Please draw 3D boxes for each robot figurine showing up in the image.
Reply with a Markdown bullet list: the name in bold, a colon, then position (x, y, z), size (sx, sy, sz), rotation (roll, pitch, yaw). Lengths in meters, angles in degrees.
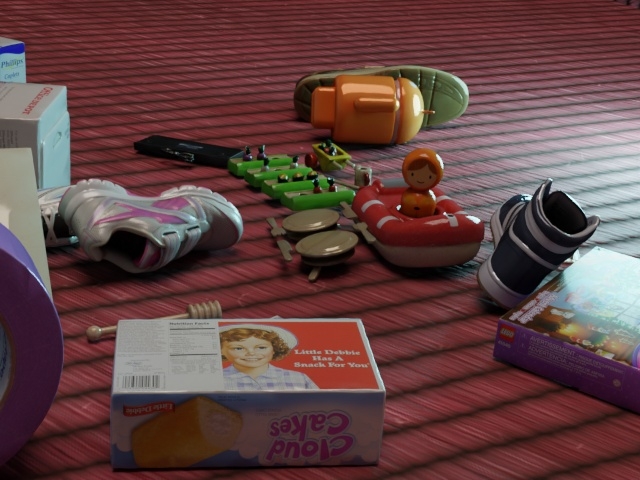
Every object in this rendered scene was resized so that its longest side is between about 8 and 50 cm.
- **robot figurine**: position (0.094, -0.240, 1.950), size (0.219, 0.158, 0.128), rotation (2, 53, -4)

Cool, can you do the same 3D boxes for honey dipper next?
- **honey dipper**: position (-0.197, 0.098, 1.258), size (0.160, 0.030, 0.030), rotation (-9, 27, -22)

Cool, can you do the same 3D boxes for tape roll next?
- **tape roll**: position (-0.371, 0.095, 0.929), size (0.274, 0.275, 0.090), rotation (-7, 27, -24)

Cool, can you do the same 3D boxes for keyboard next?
- **keyboard**: position (-0.230, -0.151, 1.826), size (0.180, 0.023, 0.108), rotation (10, 18, 15)

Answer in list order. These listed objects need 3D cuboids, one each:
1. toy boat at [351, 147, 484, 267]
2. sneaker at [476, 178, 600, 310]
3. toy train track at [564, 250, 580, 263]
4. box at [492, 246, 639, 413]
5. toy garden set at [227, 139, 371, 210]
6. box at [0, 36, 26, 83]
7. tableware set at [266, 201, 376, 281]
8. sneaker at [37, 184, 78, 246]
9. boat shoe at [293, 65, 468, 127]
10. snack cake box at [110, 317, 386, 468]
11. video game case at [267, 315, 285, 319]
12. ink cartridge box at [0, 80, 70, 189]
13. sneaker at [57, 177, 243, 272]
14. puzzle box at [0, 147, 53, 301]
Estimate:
- **toy boat**: position (0.141, -0.057, 1.511), size (0.151, 0.151, 0.231), rotation (-5, 25, -19)
- **sneaker**: position (0.302, -0.027, 1.439), size (0.099, 0.153, 0.282), rotation (35, 31, -1)
- **toy train track**: position (0.372, 0.020, 1.544), size (0.048, 0.014, 0.083), rotation (6, 23, 5)
- **box**: position (0.370, 0.101, 1.305), size (0.201, 0.057, 0.293), rotation (20, 28, 30)
- **toy garden set**: position (-0.009, -0.115, 1.721), size (0.203, 0.049, 0.244), rotation (-8, 22, -28)
- **box**: position (-0.616, -0.308, 1.972), size (0.126, 0.137, 0.072), rotation (16, 26, 25)
- **tableware set**: position (0.000, 0.000, 1.502), size (0.128, 0.039, 0.194), rotation (-12, 20, -8)
- **sneaker**: position (-0.380, -0.026, 1.435), size (0.237, 0.085, 0.086), rotation (-18, 22, -39)
- **boat shoe**: position (0.117, -0.295, 2.095), size (0.342, 0.123, 0.123), rotation (-3, 25, -1)
- **snack cake box**: position (-0.077, 0.151, 1.081), size (0.264, 0.089, 0.152), rotation (1, 22, -8)
- **video game case**: position (-0.040, 0.126, 1.239), size (0.122, 0.011, 0.087), rotation (25, 31, 38)
- **ink cartridge box**: position (-0.500, -0.133, 1.556), size (0.232, 0.168, 0.171), rotation (4, 24, 0)
- **sneaker**: position (-0.218, -0.005, 1.414), size (0.252, 0.103, 0.111), rotation (2, 47, -27)
- **puzzle box**: position (-0.534, 0.008, 1.245), size (0.408, 0.052, 0.272), rotation (-4, 51, -18)
